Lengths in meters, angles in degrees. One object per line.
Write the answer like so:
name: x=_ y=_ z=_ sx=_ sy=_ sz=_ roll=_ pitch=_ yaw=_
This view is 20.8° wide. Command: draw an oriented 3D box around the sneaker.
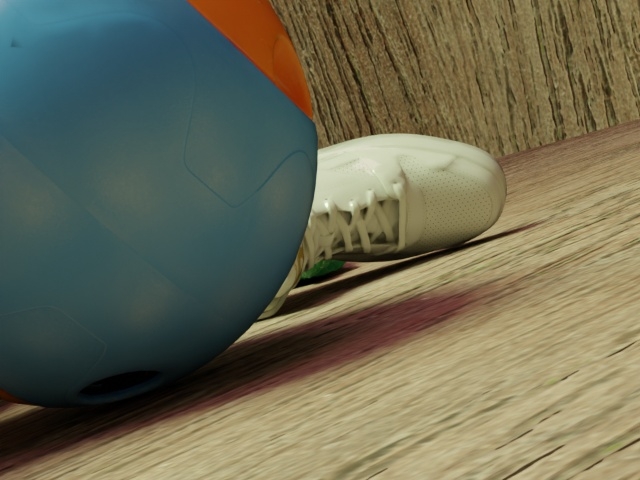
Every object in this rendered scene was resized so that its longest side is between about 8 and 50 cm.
sneaker: x=0.000 y=0.000 z=1.285 sx=0.293 sy=0.108 sz=0.169 roll=-3 pitch=27 yaw=-1

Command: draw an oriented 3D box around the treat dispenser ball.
treat dispenser ball: x=-0.145 y=-0.049 z=0.982 sx=0.288 sy=0.288 sz=0.288 roll=-17 pitch=3 yaw=1

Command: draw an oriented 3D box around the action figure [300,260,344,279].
action figure: x=-0.029 y=0.010 z=1.517 sx=0.137 sy=0.063 sz=0.232 roll=-14 pitch=6 yaw=-12
